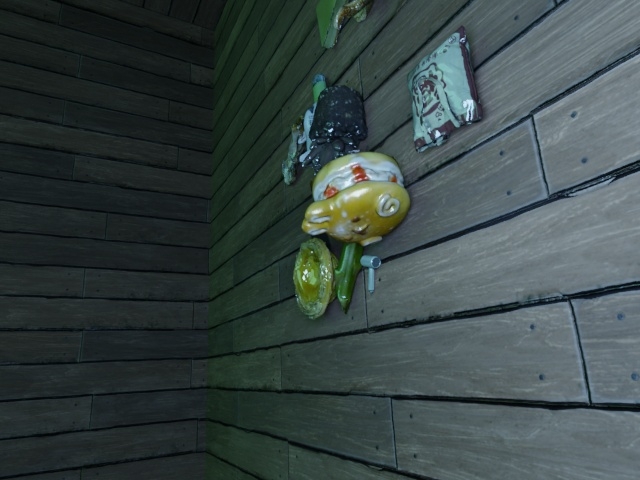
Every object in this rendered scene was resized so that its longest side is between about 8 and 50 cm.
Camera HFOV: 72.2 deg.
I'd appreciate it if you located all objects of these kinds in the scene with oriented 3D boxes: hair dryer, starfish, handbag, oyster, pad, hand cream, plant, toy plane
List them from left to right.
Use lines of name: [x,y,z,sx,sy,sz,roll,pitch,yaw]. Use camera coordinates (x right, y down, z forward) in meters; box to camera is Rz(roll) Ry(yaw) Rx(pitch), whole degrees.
oyster: [-0.104,-0.380,1.876,0.129,0.078,0.345,-103,24,-45]
toy plane: [-0.014,-0.407,1.674,0.252,0.118,0.253,-24,62,57]
pad: [0.000,0.000,1.687,0.112,0.003,0.157,-54,40,44]
hand cream: [0.002,-0.576,1.756,0.095,0.045,0.175,-23,73,53]
plant: [0.049,-0.341,1.464,0.181,0.193,0.321,159,116,-63]
starfish: [0.145,-0.831,1.424,0.375,0.094,0.327,-57,-11,-18]
hair dryer: [0.154,0.108,1.352,0.063,0.037,0.125,7,98,63]
handbag: [0.293,-0.365,1.081,0.213,0.127,0.235,-25,65,56]

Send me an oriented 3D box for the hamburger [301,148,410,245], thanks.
hamburger: [0.096,-0.103,1.214,0.261,0.302,0.187,125,145,-50]

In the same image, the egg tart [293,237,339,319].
egg tart: [-0.007,0.135,1.552,0.288,0.118,0.289,-18,69,59]

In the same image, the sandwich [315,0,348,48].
sandwich: [0.035,-0.900,1.745,0.212,0.063,0.245,56,132,55]

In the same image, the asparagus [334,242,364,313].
asparagus: [0.096,0.068,1.421,0.084,0.082,0.344,17,103,25]
